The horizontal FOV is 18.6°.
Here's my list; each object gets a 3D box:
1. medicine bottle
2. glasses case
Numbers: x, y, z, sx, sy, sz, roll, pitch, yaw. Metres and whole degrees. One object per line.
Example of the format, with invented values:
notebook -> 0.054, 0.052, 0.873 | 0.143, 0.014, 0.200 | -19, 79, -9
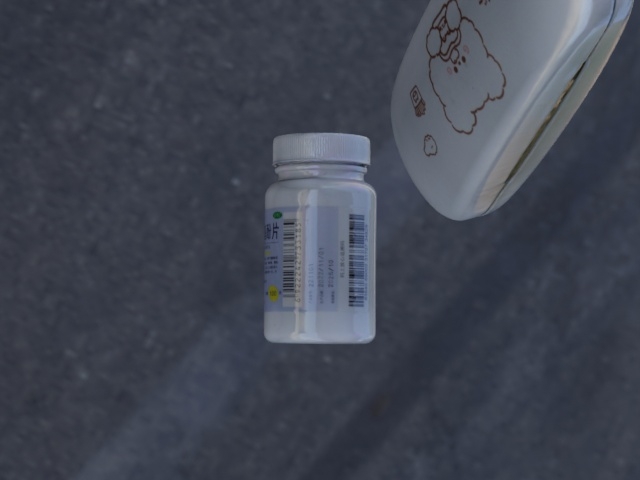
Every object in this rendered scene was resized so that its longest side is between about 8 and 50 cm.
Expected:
medicine bottle -> 0.000, 0.000, 1.761 | 0.102, 0.102, 0.187 | 4, 85, -52
glasses case -> 0.077, -0.078, 0.825 | 0.049, 0.074, 0.193 | -20, 158, -25
